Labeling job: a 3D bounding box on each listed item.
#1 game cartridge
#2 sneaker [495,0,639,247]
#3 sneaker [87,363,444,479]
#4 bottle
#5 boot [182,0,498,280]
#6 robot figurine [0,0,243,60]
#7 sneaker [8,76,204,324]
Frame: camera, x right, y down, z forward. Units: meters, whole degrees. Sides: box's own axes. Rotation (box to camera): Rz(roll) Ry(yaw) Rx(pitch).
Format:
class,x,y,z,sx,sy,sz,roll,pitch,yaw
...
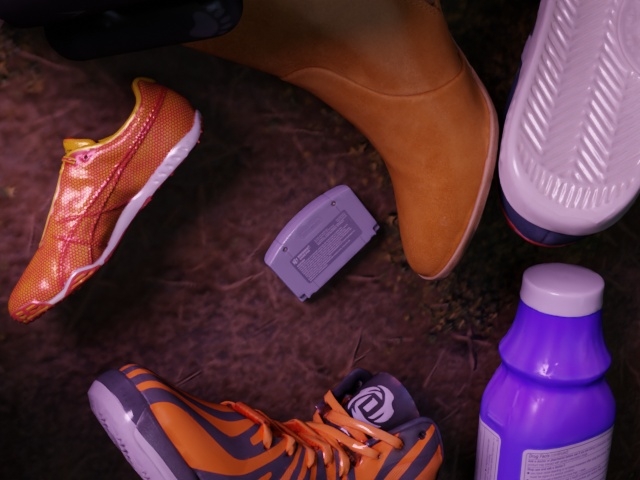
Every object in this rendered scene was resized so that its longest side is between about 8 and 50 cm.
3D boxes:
class,x,y,z,sx,sy,sz,roll,pitch,yaw
game cartridge,0.000,0.000,0.700,0.083,0.017,0.056,-43,127,-6
sneaker,0.213,-0.153,0.701,0.350,0.131,0.148,-63,170,-13
sneaker,-0.024,0.146,0.700,0.180,0.125,0.321,-45,135,-10
bottle,0.197,0.160,0.825,0.118,0.092,0.282,-11,115,-25
boot,0.009,-0.115,0.617,0.211,0.104,0.294,-1,106,-22
robot figurine,-0.109,-0.197,0.440,0.278,0.173,0.209,-13,98,2
sneaker,-0.146,-0.026,0.595,0.067,0.064,0.175,36,86,-14
